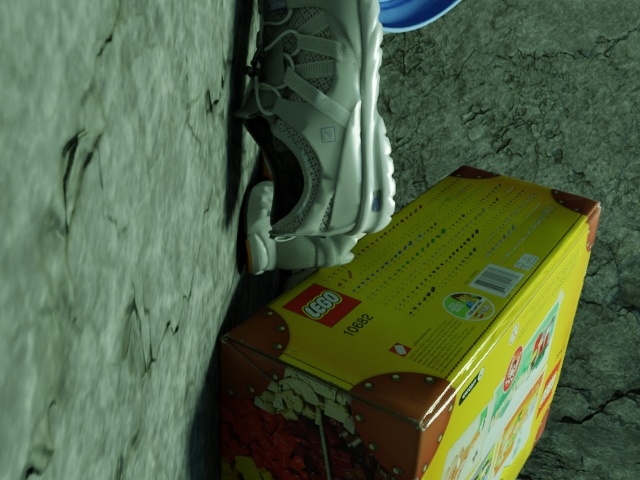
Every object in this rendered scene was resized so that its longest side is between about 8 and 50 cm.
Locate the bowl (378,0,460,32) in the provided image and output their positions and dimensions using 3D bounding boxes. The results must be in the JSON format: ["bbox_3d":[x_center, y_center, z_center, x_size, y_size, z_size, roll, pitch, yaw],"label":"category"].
[{"bbox_3d":[0.114,-0.434,0.827,0.391,0.077,0.391,-34,143,-31],"label":"bowl"}]

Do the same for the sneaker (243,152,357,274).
[{"bbox_3d":[-0.004,-0.055,0.777,0.262,0.121,0.099,-82,177,-48],"label":"sneaker"}]

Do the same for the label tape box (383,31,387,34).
[{"bbox_3d":[0.080,-0.439,1.067,0.347,0.115,0.249,64,32,-55],"label":"label tape box"}]

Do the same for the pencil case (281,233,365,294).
[{"bbox_3d":[0.020,0.084,1.151,0.410,0.160,0.183,-82,161,-49],"label":"pencil case"}]

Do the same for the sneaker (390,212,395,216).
[{"bbox_3d":[0.085,-0.114,1.791,0.185,0.202,0.482,-83,177,-46],"label":"sneaker"}]

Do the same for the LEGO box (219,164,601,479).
[{"bbox_3d":[0.118,0.176,0.837,0.500,0.193,0.372,-33,135,-49],"label":"LEGO box"}]

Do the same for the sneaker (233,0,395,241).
[{"bbox_3d":[-0.016,-0.130,0.593,0.105,0.115,0.281,6,-69,62],"label":"sneaker"}]
